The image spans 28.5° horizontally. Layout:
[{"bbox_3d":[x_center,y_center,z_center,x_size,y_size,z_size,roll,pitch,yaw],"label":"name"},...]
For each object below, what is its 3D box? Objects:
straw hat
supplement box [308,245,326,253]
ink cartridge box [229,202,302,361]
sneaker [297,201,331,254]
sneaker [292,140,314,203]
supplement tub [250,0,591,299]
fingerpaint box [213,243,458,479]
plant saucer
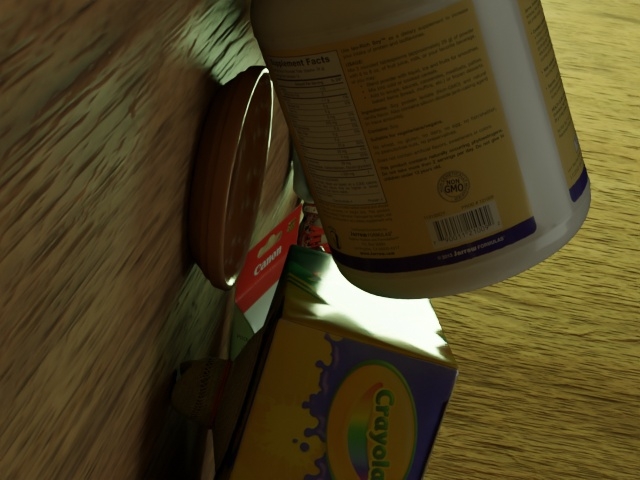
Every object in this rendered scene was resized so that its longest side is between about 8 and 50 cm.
[{"bbox_3d":[-0.100,0.133,1.118,0.144,0.061,0.144,-161,-90,-86],"label":"straw hat"},{"bbox_3d":[0.000,0.114,1.641,0.188,0.080,0.104,58,30,-30],"label":"supplement box"},{"bbox_3d":[-0.047,0.066,1.456,0.145,0.045,0.179,-44,151,-49],"label":"ink cartridge box"},{"bbox_3d":[-0.001,-0.001,1.859,0.270,0.090,0.145,-79,176,-60],"label":"sneaker"},{"bbox_3d":[0.018,-0.183,1.652,0.118,0.110,0.292,-50,151,-62],"label":"sneaker"},{"bbox_3d":[0.080,-0.143,1.079,0.241,0.241,0.331,-70,143,-65],"label":"supplement tub"},{"bbox_3d":[-0.026,0.258,1.204,0.371,0.163,0.445,-90,-164,-80],"label":"fingerpaint box"},{"bbox_3d":[-0.079,-0.057,1.107,0.200,0.037,0.200,10,90,-86],"label":"plant saucer"}]
